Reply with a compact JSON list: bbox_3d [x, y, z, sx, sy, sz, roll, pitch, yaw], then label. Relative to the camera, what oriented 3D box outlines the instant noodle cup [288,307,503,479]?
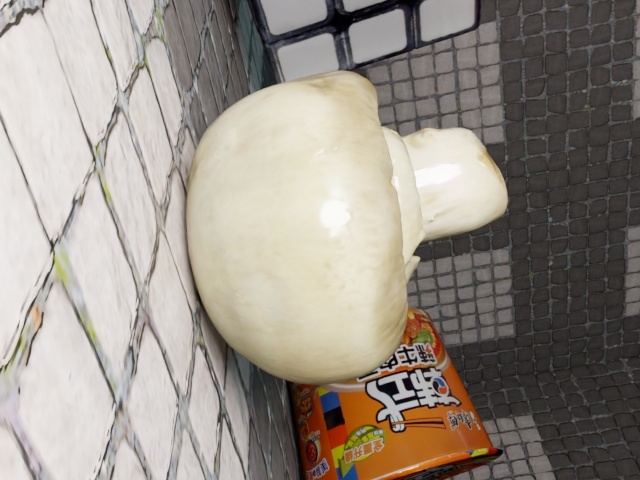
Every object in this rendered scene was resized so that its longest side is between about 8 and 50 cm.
[{"bbox_3d":[0.075,0.209,0.994,0.250,0.250,0.192,74,0,-67],"label":"instant noodle cup"}]

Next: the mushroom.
[{"bbox_3d":[0.022,-0.016,0.611,0.254,0.234,0.260,82,0,-53],"label":"mushroom"}]

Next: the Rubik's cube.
[{"bbox_3d":[0.020,-0.431,1.040,0.303,0.301,0.305,73,0,-58],"label":"Rubik's cube"}]
